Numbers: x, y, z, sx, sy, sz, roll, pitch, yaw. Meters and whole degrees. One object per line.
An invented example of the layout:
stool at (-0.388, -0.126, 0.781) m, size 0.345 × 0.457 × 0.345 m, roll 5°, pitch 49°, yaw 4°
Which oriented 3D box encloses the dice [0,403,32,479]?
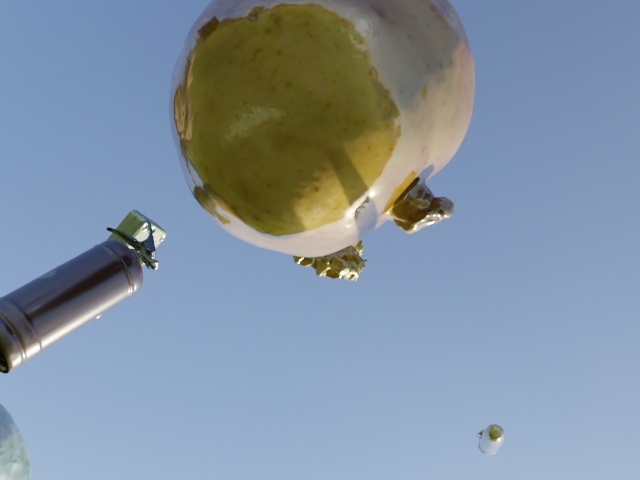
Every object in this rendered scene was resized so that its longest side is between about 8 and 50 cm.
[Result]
dice at (-0.728, 0.437, 1.278) m, size 0.348 × 0.328 × 0.330 m, roll 14°, pitch -79°, yaw 28°

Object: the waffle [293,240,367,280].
waffle at (-0.001, 0.001, 1.416) m, size 0.056 × 0.249 × 0.253 m, roll -59°, pitch -143°, yaw 17°

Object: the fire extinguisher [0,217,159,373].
fire extinguisher at (-0.380, 0.064, 1.190) m, size 0.138 × 0.344 × 0.102 m, roll 33°, pitch -44°, yaw 23°

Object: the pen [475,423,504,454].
pen at (0.245, 0.286, 1.092) m, size 0.040 × 0.032 × 0.233 m, roll 55°, pitch -5°, yaw 23°

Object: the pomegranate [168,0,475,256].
pomegranate at (0.011, -0.160, 0.952) m, size 0.411 × 0.411 × 0.411 m, roll 17°, pitch -53°, yaw 23°

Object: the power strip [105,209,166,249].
power strip at (-0.440, 0.071, 1.557) m, size 0.053 × 0.288 × 0.093 m, roll 38°, pitch -3°, yaw 28°
